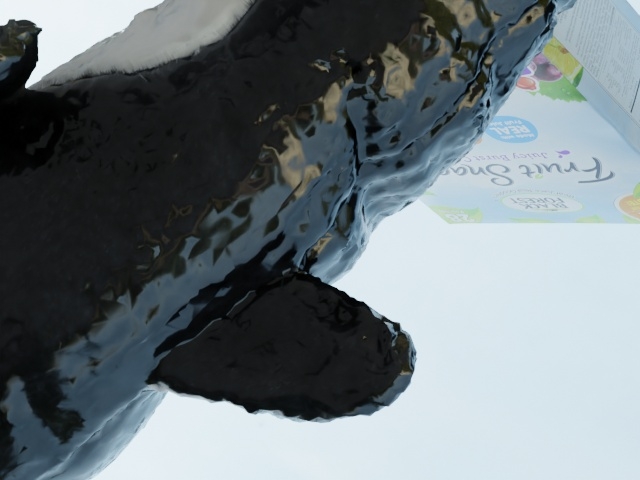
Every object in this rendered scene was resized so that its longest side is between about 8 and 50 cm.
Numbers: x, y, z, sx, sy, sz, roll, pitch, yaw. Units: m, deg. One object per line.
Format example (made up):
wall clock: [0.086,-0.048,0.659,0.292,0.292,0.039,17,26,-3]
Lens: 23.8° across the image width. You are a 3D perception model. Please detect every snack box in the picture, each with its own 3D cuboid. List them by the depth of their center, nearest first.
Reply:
snack box: [0.089,-0.081,0.796,0.174,0.207,0.070,0,-115,43]

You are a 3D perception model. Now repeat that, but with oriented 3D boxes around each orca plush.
orca plush: [0.000,0.000,0.364,0.287,0.151,0.102,-30,-115,-13]
